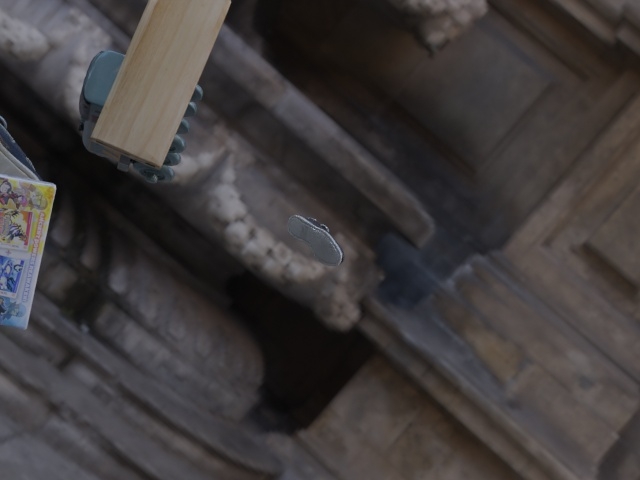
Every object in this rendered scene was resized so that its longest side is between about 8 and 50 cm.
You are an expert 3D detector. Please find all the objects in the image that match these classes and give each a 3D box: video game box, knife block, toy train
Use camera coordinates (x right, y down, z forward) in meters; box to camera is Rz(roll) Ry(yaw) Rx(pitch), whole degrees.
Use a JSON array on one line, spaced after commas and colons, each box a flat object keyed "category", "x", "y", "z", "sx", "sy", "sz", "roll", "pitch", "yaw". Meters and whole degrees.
[{"category": "video game box", "x": -0.469, "y": 0.004, "z": 1.659, "sx": 0.187, "sy": 0.205, "sz": 0.048, "roll": 12, "pitch": 6, "yaw": -16}, {"category": "knife block", "x": -0.160, "y": -0.250, "z": 1.416, "sx": 0.088, "sy": 0.242, "sz": 0.276, "roll": 23, "pitch": 39, "yaw": -8}, {"category": "toy train", "x": -0.313, "y": -0.206, "z": 2.082, "sx": 0.190, "sy": 0.142, "sz": 0.334, "roll": 19, "pitch": -17, "yaw": -8}]

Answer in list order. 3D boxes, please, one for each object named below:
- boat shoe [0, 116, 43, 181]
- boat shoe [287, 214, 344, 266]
[{"category": "boat shoe", "x": -0.545, "y": -0.157, "z": 2.007, "sx": 0.254, "sy": 0.095, "sz": 0.079, "roll": 46, "pitch": 3, "yaw": -24}, {"category": "boat shoe", "x": 0.000, "y": 0.000, "z": 1.856, "sx": 0.038, "sy": 0.046, "sz": 0.125, "roll": 1, "pitch": 24, "yaw": -44}]
